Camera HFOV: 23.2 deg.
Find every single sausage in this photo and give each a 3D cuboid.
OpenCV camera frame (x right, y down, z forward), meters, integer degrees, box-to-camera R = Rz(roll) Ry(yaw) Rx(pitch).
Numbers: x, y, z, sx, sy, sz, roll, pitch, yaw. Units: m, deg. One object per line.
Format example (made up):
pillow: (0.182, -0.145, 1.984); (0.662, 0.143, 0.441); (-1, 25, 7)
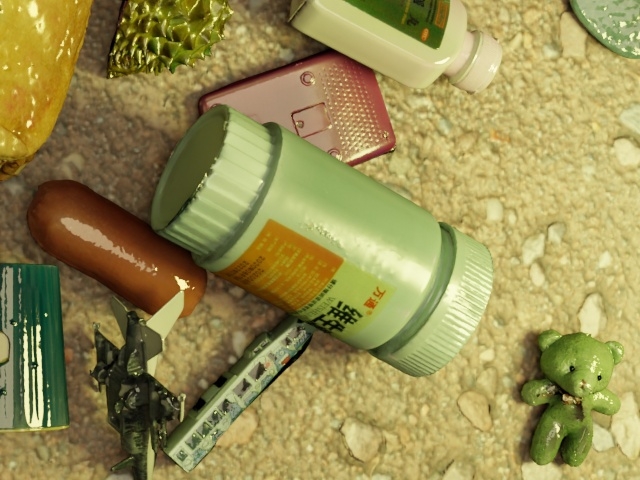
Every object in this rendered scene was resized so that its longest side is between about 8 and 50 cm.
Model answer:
sausage: (-0.198, 0.009, 1.512); (0.194, 0.077, 0.077); (32, 82, -16)

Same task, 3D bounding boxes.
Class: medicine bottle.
medicine bottle: (0.080, -0.222, 1.583); (0.219, 0.078, 0.115); (25, 52, -17)
medicine bottle: (0.000, 0.000, 1.519); (0.318, 0.158, 0.158); (30, 83, -23)

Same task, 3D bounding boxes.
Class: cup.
cup: (-0.320, 0.099, 1.458); (0.177, 0.131, 0.155); (1, 87, 7)

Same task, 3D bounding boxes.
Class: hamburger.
hamburger: (-0.297, -0.183, 1.420); (0.282, 0.155, 0.245); (-43, 132, -43)

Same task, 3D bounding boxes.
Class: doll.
doll: (0.274, 0.174, 1.678); (0.115, 0.077, 0.150); (7, 101, -8)

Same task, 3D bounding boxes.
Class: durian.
durian: (-0.131, -0.237, 1.500); (0.108, 0.119, 0.186); (17, 85, -14)

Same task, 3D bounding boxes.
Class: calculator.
calculator: (-0.022, -0.118, 1.587); (0.190, 0.034, 0.126); (-22, 100, -15)

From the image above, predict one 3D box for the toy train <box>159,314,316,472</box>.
toy train: (-0.078, 0.145, 1.571); (0.207, 0.043, 0.047); (-46, 105, -12)

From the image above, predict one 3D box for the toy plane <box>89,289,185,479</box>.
toy plane: (-0.181, 0.157, 1.498); (0.082, 0.160, 0.234); (-7, 118, -40)

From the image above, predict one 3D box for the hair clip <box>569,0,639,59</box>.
hair clip: (0.480, -0.278, 1.643); (0.318, 0.238, 0.392); (37, 81, -14)
